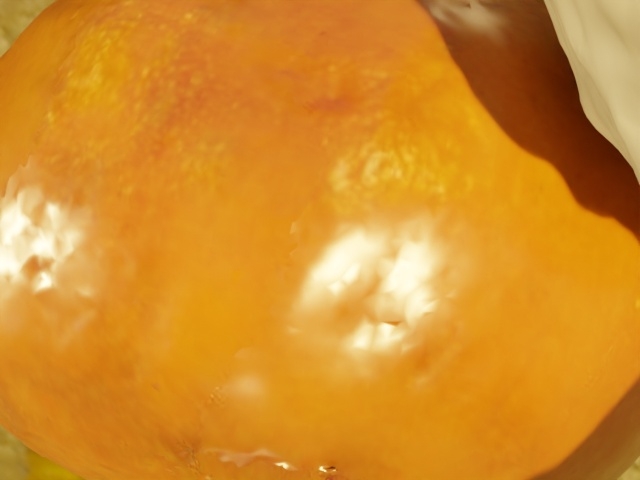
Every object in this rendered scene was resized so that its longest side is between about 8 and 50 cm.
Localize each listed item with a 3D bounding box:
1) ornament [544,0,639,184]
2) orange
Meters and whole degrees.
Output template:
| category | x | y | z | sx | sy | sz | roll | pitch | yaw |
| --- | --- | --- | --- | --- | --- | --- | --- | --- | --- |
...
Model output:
| category | x | y | z | sx | sy | sz | roll | pitch | yaw |
| --- | --- | --- | --- | --- | --- | --- | --- | --- | --- |
| ornament | 0.213 | -0.106 | 0.504 | 0.337 | 0.337 | 0.337 | -12 | 56 | 18 |
| orange | 0.000 | 0.000 | 0.693 | 0.284 | 0.284 | 0.226 | 9 | 84 | 29 |
